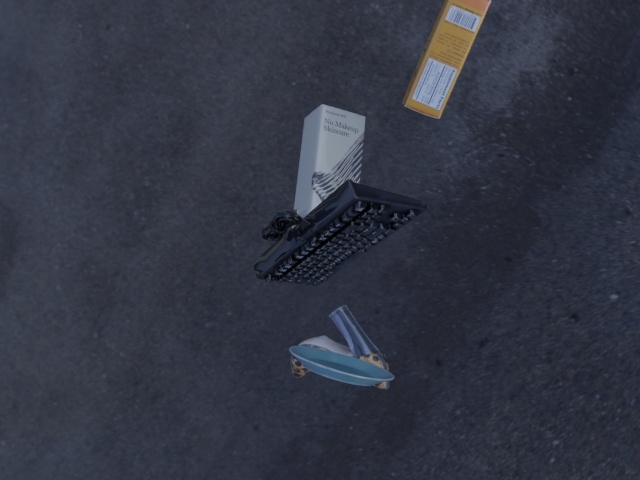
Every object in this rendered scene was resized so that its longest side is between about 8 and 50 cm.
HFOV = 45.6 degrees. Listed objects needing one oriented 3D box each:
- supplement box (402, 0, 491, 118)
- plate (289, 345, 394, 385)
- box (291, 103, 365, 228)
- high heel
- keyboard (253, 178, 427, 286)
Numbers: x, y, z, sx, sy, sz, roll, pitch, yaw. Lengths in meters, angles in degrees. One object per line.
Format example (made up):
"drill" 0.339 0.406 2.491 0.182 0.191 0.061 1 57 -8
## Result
"supplement box" 0.232 -0.348 1.420 0.080 0.078 0.233 24 105 -3
"plate" 0.034 0.219 1.308 0.188 0.188 0.024 16 90 30
"box" 0.018 -0.133 1.586 0.094 0.113 0.275 154 123 -63
"high heel" 0.034 0.276 1.587 0.186 0.093 0.261 55 135 18
"keyboard" 0.000 0.000 0.658 0.180 0.108 0.023 -39 44 51
